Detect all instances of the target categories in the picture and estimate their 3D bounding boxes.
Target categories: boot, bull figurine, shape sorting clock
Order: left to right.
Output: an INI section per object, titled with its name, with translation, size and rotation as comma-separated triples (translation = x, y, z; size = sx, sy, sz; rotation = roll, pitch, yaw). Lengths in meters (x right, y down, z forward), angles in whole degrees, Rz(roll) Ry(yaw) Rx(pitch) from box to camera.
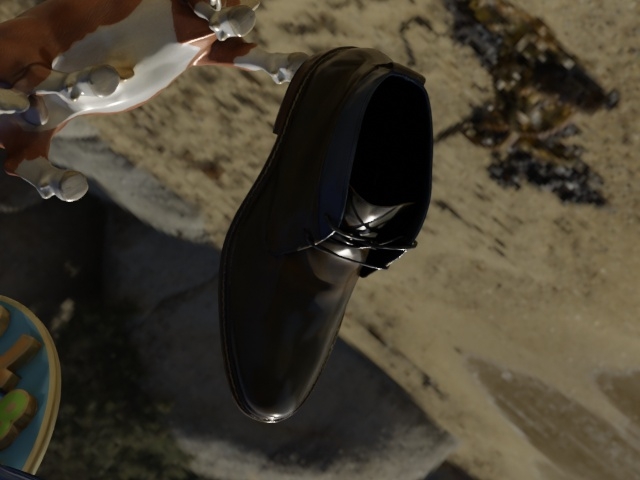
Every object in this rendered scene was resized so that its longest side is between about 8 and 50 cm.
[shape sorting clock]
translation = -0.242, 0.114, 0.673
size = 0.206, 0.206, 0.040
rotation = 35, 168, 42
[bull figurine]
translation = -0.123, -0.151, 0.847
size = 0.188, 0.310, 0.101
rotation = 40, 159, 49
[boot]
translation = 0.000, 0.000, 0.628
size = 0.082, 0.219, 0.106
rotation = 12, -178, -18

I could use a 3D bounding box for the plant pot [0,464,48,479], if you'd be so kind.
[plant pot]
translation = -0.064, 0.250, 0.468
size = 0.212, 0.236, 0.236
rotation = 35, 162, -31

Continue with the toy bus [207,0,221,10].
[toy bus]
translation = -0.048, -0.267, 0.662
size = 0.202, 0.104, 0.191
rotation = 87, 164, -70
